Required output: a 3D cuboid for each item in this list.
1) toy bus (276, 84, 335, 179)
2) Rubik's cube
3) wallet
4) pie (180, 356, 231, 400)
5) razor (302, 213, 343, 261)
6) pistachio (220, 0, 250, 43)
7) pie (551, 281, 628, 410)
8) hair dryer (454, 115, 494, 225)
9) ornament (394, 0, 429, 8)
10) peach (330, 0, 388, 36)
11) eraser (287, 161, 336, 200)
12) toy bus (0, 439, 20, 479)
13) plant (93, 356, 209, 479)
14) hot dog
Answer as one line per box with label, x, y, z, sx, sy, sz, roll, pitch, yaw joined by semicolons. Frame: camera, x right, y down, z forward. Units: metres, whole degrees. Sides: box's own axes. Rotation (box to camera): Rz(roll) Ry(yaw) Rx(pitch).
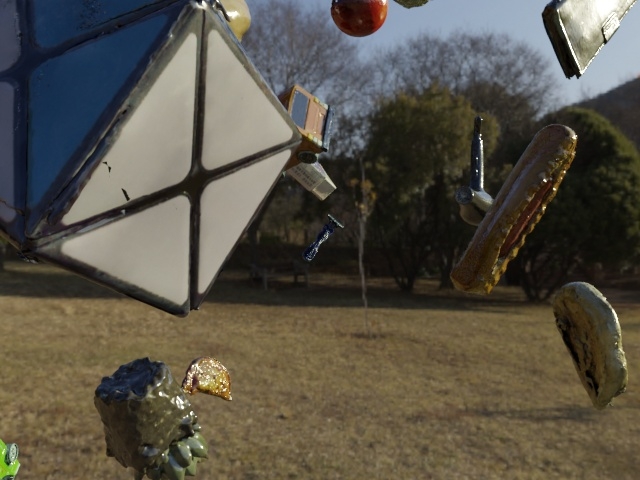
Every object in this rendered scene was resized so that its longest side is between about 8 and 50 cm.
toy bus;-0.081;-0.179;1.111;0.114;0.098;0.201;29;-32;-34
Rubik's cube;-0.250;-0.130;0.747;0.307;0.305;0.310;28;-7;25
wallet;0.561;-0.486;1.298;0.044;0.169;0.317;9;51;50
pie;-0.237;0.291;1.349;0.033;0.088;0.191;-18;-23;17
razor;-0.002;0.002;1.324;0.028;0.044;0.154;-49;2;43
pistachio;-0.186;-0.377;1.069;0.108;0.126;0.185;-30;8;22
pie;0.659;0.256;1.559;0.077;0.339;0.339;-13;0;5
hair dryer;0.301;-0.143;1.240;0.075;0.219;0.195;-1;-9;24
ornament;0.184;-0.564;1.219;0.130;0.120;0.285;-37;-19;-5
peach;0.067;-0.362;1.005;0.098;0.061;0.098;-23;-17;-7
eraser;-0.057;-0.199;1.574;0.210;0.068;0.124;40;12;-44
toy bus;-0.214;0.133;0.389;0.031;0.037;0.083;0;-43;-1
plant;-0.262;0.288;0.977;0.132;0.194;0.129;-32;22;-36
hot dog;0.295;-0.042;0.958;0.068;0.289;0.083;29;5;-20
